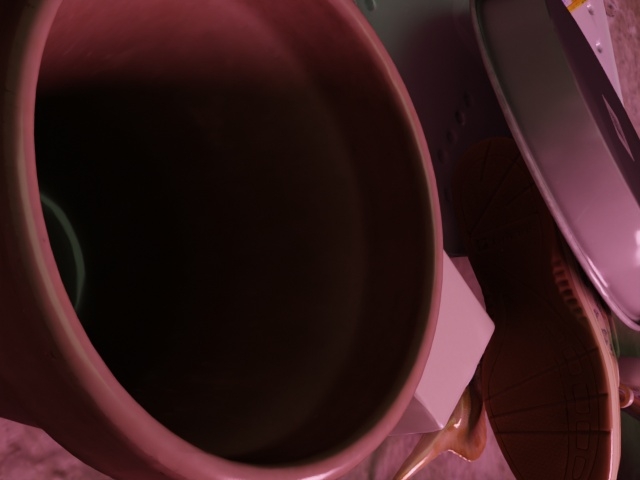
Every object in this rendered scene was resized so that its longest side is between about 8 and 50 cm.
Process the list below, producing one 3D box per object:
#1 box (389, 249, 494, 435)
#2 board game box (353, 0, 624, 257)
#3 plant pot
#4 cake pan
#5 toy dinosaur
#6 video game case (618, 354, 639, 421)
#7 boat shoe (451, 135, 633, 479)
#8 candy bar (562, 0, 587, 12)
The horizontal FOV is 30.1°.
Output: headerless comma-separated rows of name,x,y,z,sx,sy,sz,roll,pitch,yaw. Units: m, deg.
box,0.000,0.000,0.804,0.275,0.094,0.113,56,46,-21
board game box,0.139,-0.178,1.038,0.390,0.050,0.390,-3,81,-47
plant pot,-0.103,0.000,0.590,0.263,0.229,0.263,17,66,-43
cake pan,0.207,-0.074,0.921,0.293,0.054,0.293,50,25,-33
toy dinosaur,0.099,0.129,0.904,0.183,0.053,0.093,-29,102,-47
video game case,0.313,0.153,0.965,0.206,0.227,0.026,31,83,-4
boat shoe,0.177,0.060,0.902,0.089,0.104,0.285,-2,82,-54
candy bar,0.229,-0.229,1.099,0.161,0.018,0.040,-39,104,-46
